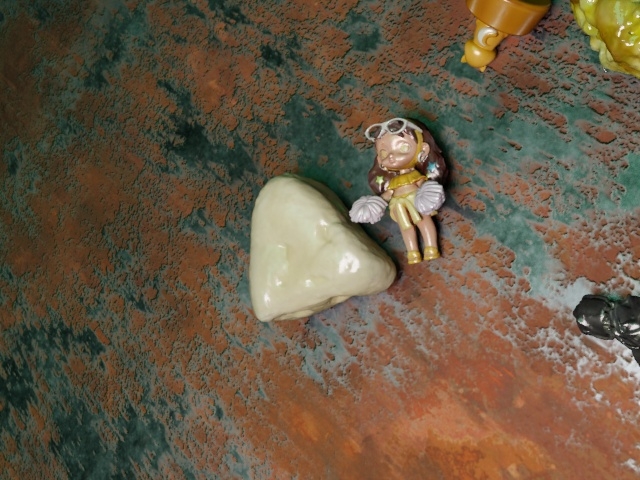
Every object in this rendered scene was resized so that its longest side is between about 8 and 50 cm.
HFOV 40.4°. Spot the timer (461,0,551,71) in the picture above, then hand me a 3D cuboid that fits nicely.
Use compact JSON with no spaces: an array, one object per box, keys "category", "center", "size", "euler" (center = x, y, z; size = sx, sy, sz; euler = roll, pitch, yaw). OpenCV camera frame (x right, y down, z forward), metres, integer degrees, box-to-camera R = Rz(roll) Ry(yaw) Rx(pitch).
[{"category":"timer","center":[0.275,-0.342,1.392],"size":[0.132,0.132,0.152],"euler":[54,136,32]}]

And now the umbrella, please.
[{"category":"umbrella","center":[0.491,0.131,1.112],"size":[0.337,0.128,0.154],"euler":[-11,58,41]}]

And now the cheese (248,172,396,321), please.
[{"category":"cheese","center":[0.001,0.000,1.469],"size":[0.251,0.174,0.247],"euler":[-13,81,35]}]

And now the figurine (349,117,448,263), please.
[{"category":"figurine","center":[0.142,-0.084,1.418],"size":[0.175,0.116,0.240],"euler":[-14,75,37]}]

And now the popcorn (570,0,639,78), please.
[{"category":"popcorn","center":[0.474,-0.332,1.132],"size":[0.282,0.247,0.282],"euler":[39,135,53]}]
